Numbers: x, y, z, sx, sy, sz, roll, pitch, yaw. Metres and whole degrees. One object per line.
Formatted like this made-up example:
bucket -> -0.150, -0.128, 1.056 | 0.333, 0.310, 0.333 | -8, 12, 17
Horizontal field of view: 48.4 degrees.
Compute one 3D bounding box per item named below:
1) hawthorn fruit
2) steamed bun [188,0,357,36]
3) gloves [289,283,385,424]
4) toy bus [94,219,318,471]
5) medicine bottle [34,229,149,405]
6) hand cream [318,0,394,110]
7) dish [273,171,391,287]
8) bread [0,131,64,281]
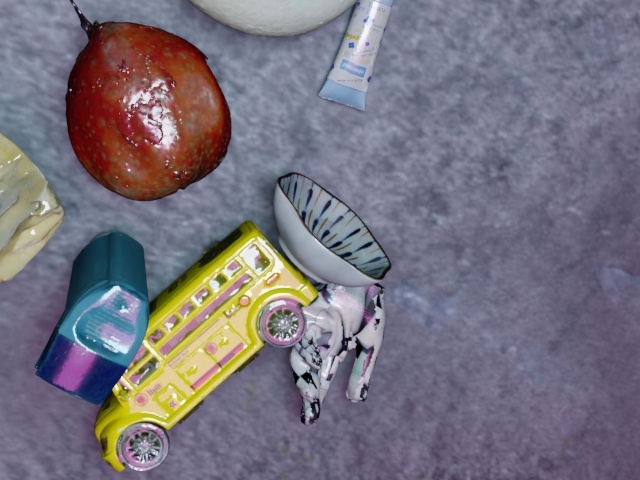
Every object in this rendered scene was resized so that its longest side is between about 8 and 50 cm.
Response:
hawthorn fruit -> -0.202, -0.158, 0.777 | 0.181, 0.181, 0.235 | -31, 112, -4
steamed bun -> -0.048, -0.359, 0.751 | 0.283, 0.177, 0.283 | -5, 108, -15
gloves -> 0.012, 0.146, 0.972 | 0.127, 0.111, 0.212 | 21, 99, -45
toy bus -> -0.165, 0.129, 0.895 | 0.330, 0.144, 0.152 | -41, 104, -3
medicine bottle -> -0.242, 0.066, 0.791 | 0.079, 0.258, 0.124 | 31, 100, -22
hand cream -> 0.053, -0.253, 0.888 | 0.065, 0.043, 0.170 | 15, 107, -14
dish -> 0.000, 0.000, 0.892 | 0.191, 0.190, 0.066 | 35, 111, -22
bread -> -0.451, -0.102, 0.708 | 0.388, 0.236, 0.183 | 44, 76, -15
